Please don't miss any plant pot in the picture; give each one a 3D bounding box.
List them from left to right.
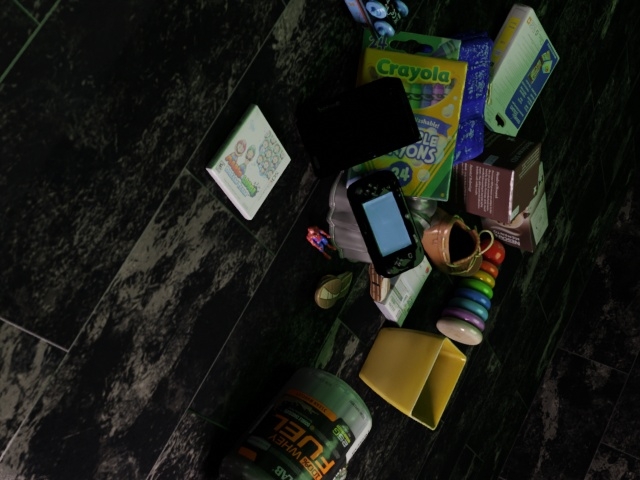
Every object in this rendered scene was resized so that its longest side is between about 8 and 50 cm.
[{"bbox_3d":[0.228,0.338,1.908,0.212,0.187,0.212,-63,148,-11],"label":"plant pot"}]

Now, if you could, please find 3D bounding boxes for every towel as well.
[{"bbox_3d":[0.318,-0.325,1.743,0.228,0.076,0.308,-25,125,-33],"label":"towel"}]

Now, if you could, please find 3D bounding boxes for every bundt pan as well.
[{"bbox_3d":[0.160,-0.091,1.634,0.331,0.124,0.330,-30,130,-45],"label":"bundt pan"}]

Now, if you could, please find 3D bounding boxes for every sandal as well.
[{"bbox_3d":[0.021,0.100,1.609,0.180,0.049,0.072,-23,132,-67],"label":"sandal"}]

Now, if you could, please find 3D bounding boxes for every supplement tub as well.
[{"bbox_3d":[-0.064,0.443,1.517,0.338,0.207,0.207,-48,142,-31],"label":"supplement tub"}]

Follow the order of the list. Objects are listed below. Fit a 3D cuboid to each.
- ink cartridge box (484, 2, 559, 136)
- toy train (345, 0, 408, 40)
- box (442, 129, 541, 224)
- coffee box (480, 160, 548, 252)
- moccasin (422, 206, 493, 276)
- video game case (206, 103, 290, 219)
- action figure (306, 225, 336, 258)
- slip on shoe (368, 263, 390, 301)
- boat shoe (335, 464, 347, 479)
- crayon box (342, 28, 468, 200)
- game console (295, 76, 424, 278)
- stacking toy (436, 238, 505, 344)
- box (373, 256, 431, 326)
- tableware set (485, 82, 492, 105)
[{"bbox_3d":[0.525,-0.439,2.026,0.307,0.072,0.304,-60,148,4],"label":"ink cartridge box"},{"bbox_3d":[0.090,-0.448,1.350,0.080,0.105,0.184,-58,145,-13],"label":"toy train"},{"bbox_3d":[0.445,-0.174,1.935,0.168,0.203,0.166,-41,137,-38],"label":"box"},{"bbox_3d":[0.563,-0.115,2.173,0.118,0.168,0.297,-55,144,-22],"label":"coffee box"},{"bbox_3d":[0.369,0.011,1.974,0.139,0.147,0.380,-62,147,-13],"label":"moccasin"},{"bbox_3d":[-0.122,-0.135,1.289,0.143,0.019,0.157,-58,146,-18],"label":"video game case"},{"bbox_3d":[0.000,0.000,1.537,0.038,0.030,0.115,-57,144,-10],"label":"action figure"},{"bbox_3d":[0.149,0.088,1.779,0.041,0.051,0.135,-35,137,-35],"label":"slip on shoe"},{"bbox_3d":[0.004,0.537,1.746,0.302,0.113,0.103,67,31,-72],"label":"boat shoe"},{"bbox_3d":[0.166,-0.249,1.444,0.083,0.203,0.322,-124,-139,-83],"label":"crayon box"},{"bbox_3d":[0.110,-0.110,1.394,0.044,0.213,0.361,-110,179,-80],"label":"game console"},{"bbox_3d":[0.472,0.141,2.225,0.330,0.141,0.141,-64,148,-17],"label":"stacking toy"},{"bbox_3d":[0.216,0.113,1.906,0.186,0.038,0.145,-59,146,-15],"label":"box"},{"bbox_3d":[0.368,-0.337,1.854,0.169,0.020,0.141,3,107,-34],"label":"tableware set"}]
